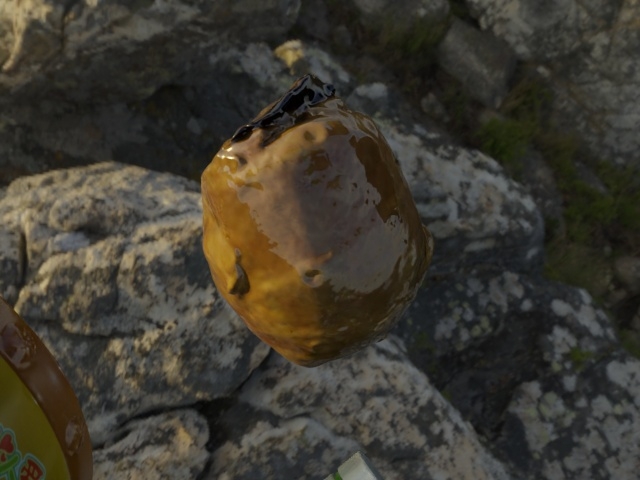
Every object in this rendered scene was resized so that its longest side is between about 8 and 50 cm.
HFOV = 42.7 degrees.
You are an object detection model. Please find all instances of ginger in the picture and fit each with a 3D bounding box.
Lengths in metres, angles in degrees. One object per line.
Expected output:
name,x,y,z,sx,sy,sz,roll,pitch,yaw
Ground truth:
ginger,-0.003,0.002,0.772,0.200,0.269,0.223,-43,87,-12

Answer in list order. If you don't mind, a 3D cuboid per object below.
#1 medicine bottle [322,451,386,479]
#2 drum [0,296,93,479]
medicine bottle,-0.005,0.305,0.830,0.183,0.086,0.086,-40,79,-2
drum,-0.385,0.178,0.553,0.431,0.431,0.214,27,33,-5
